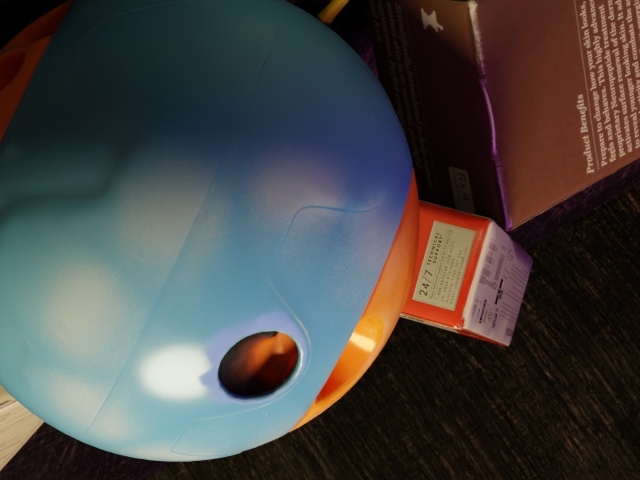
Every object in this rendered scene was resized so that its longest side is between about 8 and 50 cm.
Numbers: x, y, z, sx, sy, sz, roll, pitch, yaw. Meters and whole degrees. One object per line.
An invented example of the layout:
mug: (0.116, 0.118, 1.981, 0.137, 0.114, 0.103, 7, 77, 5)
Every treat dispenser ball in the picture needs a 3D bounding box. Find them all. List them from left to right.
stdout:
treat dispenser ball: (-0.085, -0.013, 1.069, 0.288, 0.288, 0.288, -32, 169, -7)

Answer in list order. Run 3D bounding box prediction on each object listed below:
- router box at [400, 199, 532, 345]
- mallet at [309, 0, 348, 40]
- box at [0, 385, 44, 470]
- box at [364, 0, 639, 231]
router box: (0.000, 0.000, 1.408, 0.335, 0.301, 0.082, 24, 82, -77)
mallet: (0.027, -0.194, 1.302, 0.062, 0.039, 0.189, -18, 157, -48)
box: (-0.327, 0.144, 1.501, 0.148, 0.121, 0.311, -24, 166, -42)
box: (0.229, -0.175, 1.456, 0.381, 0.191, 0.143, -27, -151, -32)
